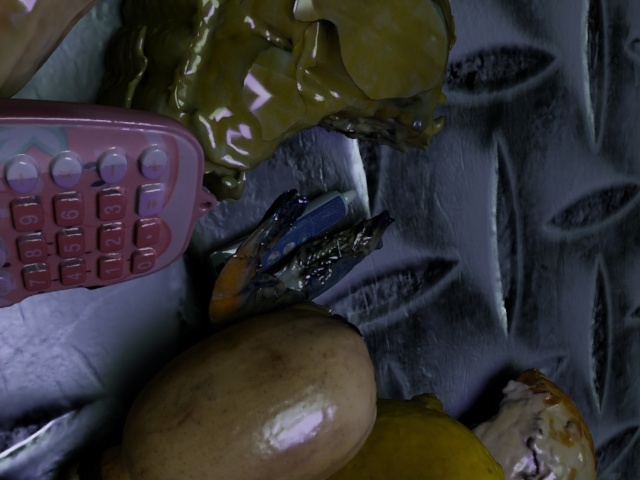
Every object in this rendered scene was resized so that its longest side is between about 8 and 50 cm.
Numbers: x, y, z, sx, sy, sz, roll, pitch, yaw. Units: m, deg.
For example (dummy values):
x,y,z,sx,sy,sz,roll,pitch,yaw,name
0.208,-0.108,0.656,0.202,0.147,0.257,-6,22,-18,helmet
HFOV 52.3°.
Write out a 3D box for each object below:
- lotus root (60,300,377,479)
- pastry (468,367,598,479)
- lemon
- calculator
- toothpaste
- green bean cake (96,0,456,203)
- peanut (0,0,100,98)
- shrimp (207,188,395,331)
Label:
x,y,z,sx,sy,sz,roll,pitch,yaw,name
-0.092,0.175,0.605,0.310,0.183,0.182,-24,113,-13,lotus root
0.323,0.334,0.956,0.237,0.170,0.256,-44,126,-21,pastry
0.076,0.317,0.707,0.261,0.260,0.283,0,84,-38,lemon
-0.234,-0.015,0.448,0.330,0.220,0.048,-6,57,-23,calculator
-0.034,-0.008,0.705,0.197,0.035,0.057,-32,126,-27,toothpaste
-0.013,-0.160,0.592,0.310,0.202,0.285,16,90,-38,green bean cake
-0.214,-0.205,0.442,0.340,0.174,0.158,-53,138,-1,peanut
0.000,0.000,0.658,0.262,0.051,0.198,-29,157,-27,shrimp
